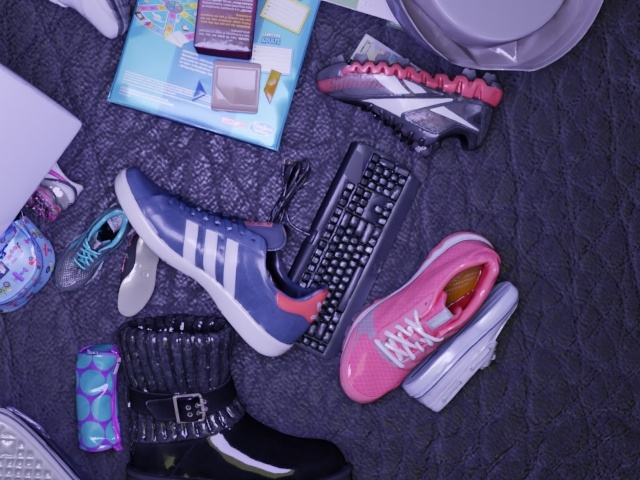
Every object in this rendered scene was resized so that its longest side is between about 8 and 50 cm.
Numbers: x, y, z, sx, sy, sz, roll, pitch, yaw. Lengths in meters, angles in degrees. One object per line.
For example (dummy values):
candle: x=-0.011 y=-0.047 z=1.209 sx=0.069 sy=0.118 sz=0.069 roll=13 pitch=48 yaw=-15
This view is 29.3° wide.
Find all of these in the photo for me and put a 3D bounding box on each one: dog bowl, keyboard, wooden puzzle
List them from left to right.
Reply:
wooden puzzle: x=-0.118 y=-0.217 z=1.734 sx=0.116 sy=0.014 sz=0.078 roll=11 pitch=87 yaw=-5
keyboard: x=0.000 y=0.000 z=1.821 sx=0.202 sy=0.033 sz=0.317 roll=25 pitch=90 yaw=-4
dog bowl: x=0.236 y=-0.405 z=1.726 sx=0.349 sy=0.102 sz=0.348 roll=-2 pitch=97 yaw=-21

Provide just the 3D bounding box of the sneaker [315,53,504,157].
sneaker: x=0.124 y=-0.192 z=1.774 sx=0.276 sy=0.097 sz=0.135 roll=9 pitch=90 yaw=-6

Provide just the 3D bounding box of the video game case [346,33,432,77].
video game case: x=0.095 y=-0.239 z=1.826 sx=0.122 sy=0.011 sz=0.087 roll=33 pitch=89 yaw=-4

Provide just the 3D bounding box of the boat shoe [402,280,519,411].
boat shoe: x=0.222 y=0.159 z=1.825 sx=0.076 sy=0.083 sz=0.226 roll=42 pitch=101 yaw=-16

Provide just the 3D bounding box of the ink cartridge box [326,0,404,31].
ink cartridge box: x=0.124 y=-0.395 z=1.785 sx=0.235 sy=0.056 sz=0.171 roll=14 pitch=92 yaw=-11

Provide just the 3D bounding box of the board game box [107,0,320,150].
board game box: x=-0.137 y=-0.324 z=1.774 sx=0.254 sy=0.079 sz=0.336 roll=17 pitch=91 yaw=-5

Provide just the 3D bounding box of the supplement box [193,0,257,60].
supplement box: x=-0.124 y=-0.349 z=1.681 sx=0.081 sy=0.104 sz=0.188 roll=6 pitch=92 yaw=-4

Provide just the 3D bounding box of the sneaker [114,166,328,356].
sneaker: x=-0.133 y=-0.003 z=1.747 sx=0.350 sy=0.131 sz=0.148 roll=44 pitch=104 yaw=-6

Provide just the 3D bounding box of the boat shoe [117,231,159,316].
boat shoe: x=-0.268 y=0.046 z=1.801 sx=0.049 sy=0.042 sz=0.133 roll=15 pitch=91 yaw=-25

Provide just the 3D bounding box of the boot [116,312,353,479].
boot: x=-0.122 y=0.240 z=1.764 sx=0.348 sy=0.131 sz=0.260 roll=2 pitch=96 yaw=-4

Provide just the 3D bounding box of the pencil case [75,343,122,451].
pencil case: x=-0.322 y=0.230 z=1.791 sx=0.070 sy=0.064 sz=0.151 roll=1 pitch=93 yaw=22

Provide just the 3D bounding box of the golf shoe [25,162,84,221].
golf shoe: x=-0.428 y=-0.113 z=1.779 sx=0.186 sy=0.067 sz=0.086 roll=44 pitch=58 yaw=0

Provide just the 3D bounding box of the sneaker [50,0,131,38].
sneaker: x=-0.390 y=-0.398 z=1.757 sx=0.129 sy=0.111 sz=0.297 roll=-42 pitch=90 yaw=15

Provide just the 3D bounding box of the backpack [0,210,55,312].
backpack: x=-0.475 y=0.021 z=1.749 sx=0.158 sy=0.117 sz=0.173 roll=-43 pitch=97 yaw=0

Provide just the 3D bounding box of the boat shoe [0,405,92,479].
boat shoe: x=-0.363 y=0.427 z=1.759 sx=0.187 sy=0.156 sz=0.500 roll=-38 pitch=106 yaw=-6

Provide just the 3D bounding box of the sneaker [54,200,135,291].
sneaker: x=-0.329 y=0.006 z=1.776 sx=0.065 sy=0.076 sz=0.166 roll=39 pitch=90 yaw=-3

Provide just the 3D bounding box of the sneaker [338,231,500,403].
sneaker: x=0.141 y=0.112 z=1.776 sx=0.116 sy=0.136 sz=0.314 roll=42 pitch=89 yaw=-10

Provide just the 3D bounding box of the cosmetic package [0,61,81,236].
cosmetic package: x=-0.600 y=-0.167 z=1.564 sx=0.394 sy=0.329 sz=0.327 roll=36 pitch=89 yaw=22
